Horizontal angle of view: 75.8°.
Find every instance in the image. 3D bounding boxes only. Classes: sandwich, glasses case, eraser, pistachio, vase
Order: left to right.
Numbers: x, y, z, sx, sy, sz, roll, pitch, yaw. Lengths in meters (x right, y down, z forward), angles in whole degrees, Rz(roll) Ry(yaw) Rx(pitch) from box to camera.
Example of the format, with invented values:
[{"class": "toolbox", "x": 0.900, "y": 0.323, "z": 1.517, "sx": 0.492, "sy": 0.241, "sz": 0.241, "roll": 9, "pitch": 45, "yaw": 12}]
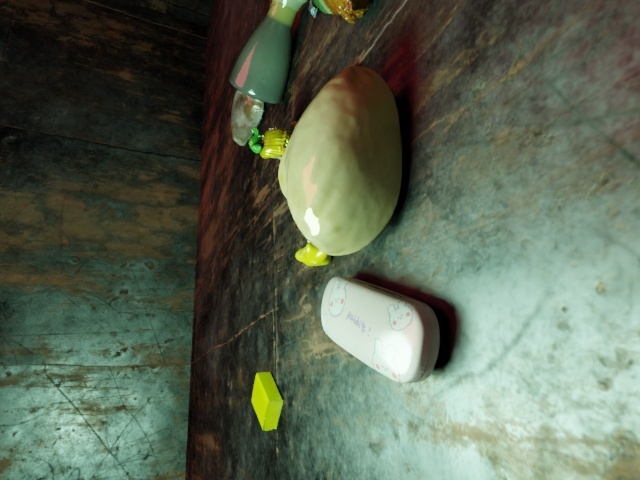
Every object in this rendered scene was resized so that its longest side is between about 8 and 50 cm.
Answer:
[{"class": "eraser", "x": -0.145, "y": 0.431, "z": 1.108, "sx": 0.122, "sy": 0.045, "sz": 0.097, "roll": 37, "pitch": 118, "yaw": 60}, {"class": "vase", "x": -0.143, "y": -0.591, "z": 1.223, "sx": 0.321, "sy": 0.173, "sz": 0.173, "roll": -63, "pitch": 32, "yaw": 27}, {"class": "pistachio", "x": 0.039, "y": -0.134, "z": 0.701, "sx": 0.193, "sy": 0.213, "sz": 0.318, "roll": 15, "pitch": -91, "yaw": -73}, {"class": "sandwich", "x": 0.049, "y": -0.530, "z": 0.856, "sx": 0.109, "sy": 0.160, "sz": 0.185, "roll": -48, "pitch": -6, "yaw": 11}, {"class": "glasses case", "x": 0.080, "y": 0.131, "z": 0.663, "sx": 0.296, "sy": 0.075, "sz": 0.113, "roll": 11, "pitch": 91, "yaw": 64}]

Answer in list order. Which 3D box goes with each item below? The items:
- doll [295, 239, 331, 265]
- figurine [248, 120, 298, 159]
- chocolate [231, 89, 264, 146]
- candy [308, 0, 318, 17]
[{"class": "doll", "x": 0.003, "y": -0.002, "z": 0.889, "sx": 0.135, "sy": 0.071, "sz": 0.113, "roll": -52, "pitch": 21, "yaw": 38}, {"class": "figurine", "x": -0.108, "y": -0.261, "z": 1.061, "sx": 0.094, "sy": 0.156, "sz": 0.115, "roll": 163, "pitch": 108, "yaw": -63}, {"class": "chocolate", "x": -0.291, "y": -0.505, "z": 1.588, "sx": 0.303, "sy": 0.100, "sz": 0.185, "roll": 146, "pitch": 123, "yaw": -62}, {"class": "candy", "x": -0.019, "y": -0.634, "z": 1.119, "sx": 0.030, "sy": 0.020, "sz": 0.083, "roll": 122, "pitch": 147, "yaw": -42}]
